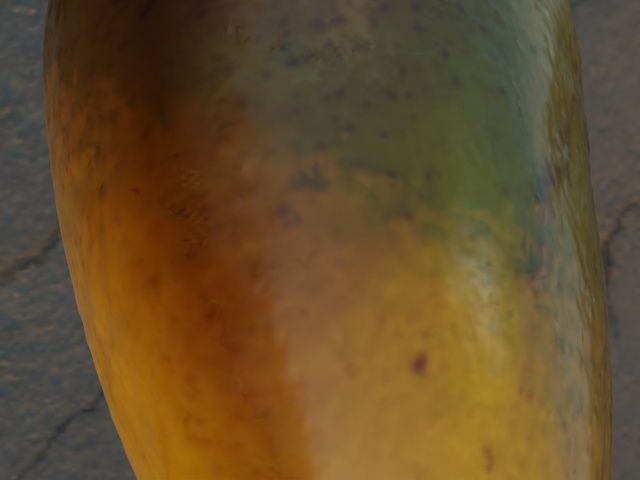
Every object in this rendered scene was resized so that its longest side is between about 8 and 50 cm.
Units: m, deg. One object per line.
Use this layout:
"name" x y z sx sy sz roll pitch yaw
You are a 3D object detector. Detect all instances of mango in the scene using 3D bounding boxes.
"mango" 0.000 0.000 0.503 0.199 0.201 0.350 24 46 -41
